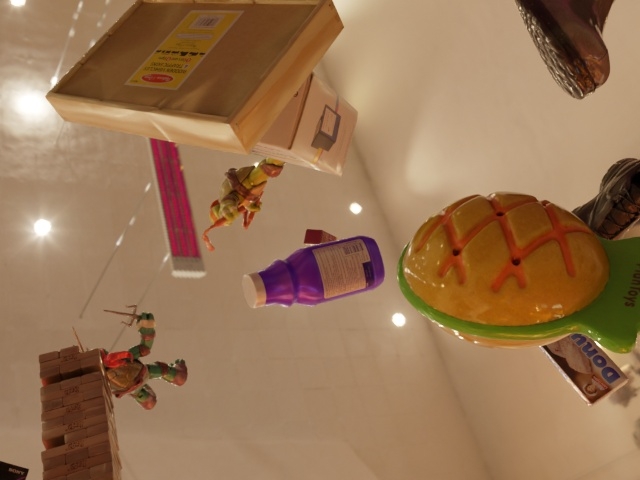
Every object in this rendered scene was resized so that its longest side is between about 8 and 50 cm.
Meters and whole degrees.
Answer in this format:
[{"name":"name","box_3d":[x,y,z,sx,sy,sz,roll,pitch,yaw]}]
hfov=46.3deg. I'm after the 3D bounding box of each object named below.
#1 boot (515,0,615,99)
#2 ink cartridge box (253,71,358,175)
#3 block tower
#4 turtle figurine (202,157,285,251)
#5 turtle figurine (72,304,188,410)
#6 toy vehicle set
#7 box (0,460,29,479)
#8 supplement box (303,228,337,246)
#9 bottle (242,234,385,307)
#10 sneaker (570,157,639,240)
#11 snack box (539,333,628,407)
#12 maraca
[{"name":"boot","box_3d":[0.320,-0.300,0.803,0.118,0.223,0.338,51,-154,-34]},{"name":"ink cartridge box","box_3d":[-0.060,-0.147,0.879,0.154,0.093,0.212,16,180,15]},{"name":"block tower","box_3d":[-0.324,0.286,1.017,0.091,0.097,0.335,-14,-141,-12]},{"name":"turtle figurine","box_3d":[-0.113,-0.094,1.240,0.087,0.217,0.269,47,-168,1]},{"name":"turtle figurine","box_3d":[-0.334,0.209,1.264,0.234,0.175,0.118,49,-157,-50]},{"name":"toy vehicle set","box_3d":[-0.127,-0.170,0.717,0.166,0.267,0.035,-56,-41,-24]},{"name":"box","box_3d":[-0.551,0.430,1.196,0.116,0.029,0.162,26,-127,-25]},{"name":"supplement box","box_3d":[0.000,0.000,2.042,0.083,0.055,0.043,26,-108,-56]},{"name":"bottle","box_3d":[-0.012,0.069,1.470,0.283,0.092,0.118,-13,-94,-27]},{"name":"sneaker","box_3d":[0.580,-0.057,1.483,0.109,0.130,0.286,36,-99,-6]},{"name":"snack box","box_3d":[0.348,0.147,1.062,0.064,0.022,0.178,-32,-122,-7]},{"name":"maraca","box_3d":[0.141,0.022,0.497,0.186,0.099,0.127,9,-135,28]}]
